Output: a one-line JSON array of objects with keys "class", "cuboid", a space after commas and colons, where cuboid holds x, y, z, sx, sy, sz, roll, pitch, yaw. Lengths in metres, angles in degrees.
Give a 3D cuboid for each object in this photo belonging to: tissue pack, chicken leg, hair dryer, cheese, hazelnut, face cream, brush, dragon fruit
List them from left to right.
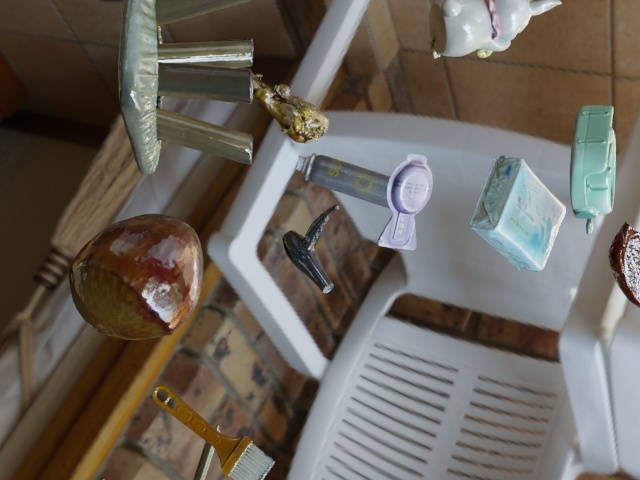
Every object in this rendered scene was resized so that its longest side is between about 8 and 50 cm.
[{"class": "hazelnut", "cuboid": [-0.528, 0.094, 2.442, 0.352, 0.421, 0.421, 34, 154, -22]}, {"class": "brush", "cuboid": [-0.238, 0.403, 1.754, 0.314, 0.090, 0.017, 34, 178, 18]}, {"class": "chicken leg", "cuboid": [-0.080, -0.277, 1.737, 0.207, 0.101, 0.085, 35, 113, -7]}, {"class": "hair dryer", "cuboid": [0.000, 0.000, 2.113, 0.195, 0.075, 0.219, 51, 129, 27]}, {"class": "face cream", "cuboid": [0.078, -0.141, 1.964, 0.283, 0.073, 0.073, 18, 153, 4]}, {"class": "cheese", "cuboid": [0.168, -0.076, 1.634, 0.105, 0.191, 0.042, 8, -170, -29]}, {"class": "tissue pack", "cuboid": [0.444, -0.053, 1.852, 0.089, 0.177, 0.263, 15, 168, 40]}, {"class": "dragon fruit", "cuboid": [0.625, 0.042, 1.704, 0.161, 0.127, 0.120, 41, 176, -19]}]

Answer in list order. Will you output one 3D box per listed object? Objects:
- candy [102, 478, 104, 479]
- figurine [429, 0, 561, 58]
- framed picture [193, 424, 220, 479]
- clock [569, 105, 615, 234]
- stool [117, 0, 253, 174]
[{"class": "candy", "cuboid": [-0.450, 0.490, 1.529, 0.038, 0.088, 0.136, 45, 117, 12]}, {"class": "figurine", "cuboid": [0.340, -0.431, 1.644, 0.235, 0.127, 0.155, -11, 145, -8]}, {"class": "framed picture", "cuboid": [-0.318, 0.638, 2.143, 0.019, 0.296, 0.232, 19, 152, -7]}, {"class": "clock", "cuboid": [0.430, -0.107, 1.313, 0.060, 0.148, 0.189, 2, 139, 22]}, {"class": "stool", "cuboid": [-0.230, -0.301, 1.490, 0.226, 0.310, 0.310, 1, 159, -4]}]
